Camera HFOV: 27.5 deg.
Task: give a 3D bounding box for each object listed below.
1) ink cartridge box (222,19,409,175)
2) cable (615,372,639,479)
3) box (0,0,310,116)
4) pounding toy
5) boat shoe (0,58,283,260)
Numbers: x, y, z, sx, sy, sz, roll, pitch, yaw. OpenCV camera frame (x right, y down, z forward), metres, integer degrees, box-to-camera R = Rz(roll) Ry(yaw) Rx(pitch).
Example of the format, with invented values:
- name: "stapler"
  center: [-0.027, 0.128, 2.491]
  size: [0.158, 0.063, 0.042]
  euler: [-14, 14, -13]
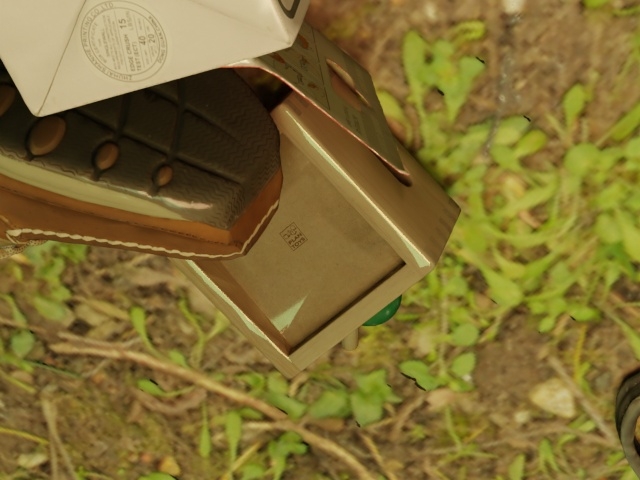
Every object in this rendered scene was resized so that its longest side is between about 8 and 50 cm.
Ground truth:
- name: "ink cartridge box"
  center: [-0.070, -0.105, 0.577]
  size: [0.224, 0.181, 0.056]
  euler: [39, 105, -16]
- name: "cable"
  center: [0.229, 0.181, 0.786]
  size: [0.139, 0.072, 0.287]
  euler: [12, 126, 9]
- name: "box"
  center: [-0.052, -0.189, 0.452]
  size: [0.087, 0.290, 0.169]
  euler: [-13, 123, 20]
- name: "pounding toy"
  center: [0.000, 0.000, 0.702]
  size: [0.141, 0.100, 0.130]
  euler: [46, 120, -8]
- name: "boat shoe"
  center: [-0.168, -0.055, 0.660]
  size: [0.324, 0.122, 0.120]
  euler: [19, 137, 20]
